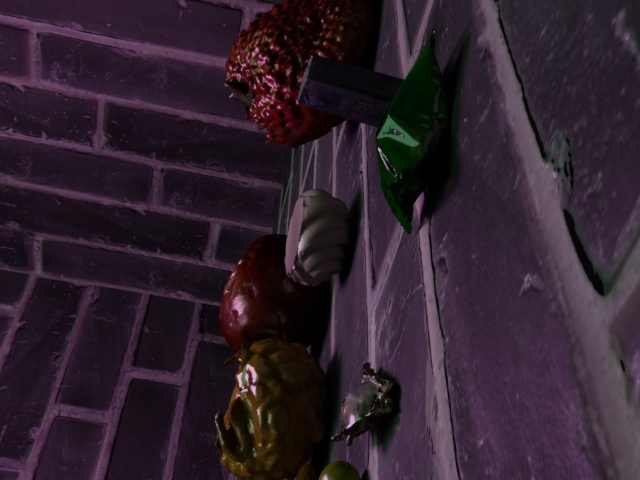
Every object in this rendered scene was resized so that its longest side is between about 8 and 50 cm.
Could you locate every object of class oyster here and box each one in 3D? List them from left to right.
[{"bbox_3d":[0.050,0.206,1.046,0.108,0.053,0.165,-54,-4,-6],"label":"oyster"}]

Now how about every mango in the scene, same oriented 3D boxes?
[{"bbox_3d":[0.024,0.330,1.073,0.073,0.056,0.108,-127,36,-86],"label":"mango"}]

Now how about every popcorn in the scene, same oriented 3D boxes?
[{"bbox_3d":[-0.084,0.296,1.451,0.250,0.190,0.250,-177,90,-82],"label":"popcorn"}]

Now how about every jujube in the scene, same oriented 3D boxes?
[{"bbox_3d":[-0.095,0.113,1.753,0.318,0.223,0.223,-85,8,-62],"label":"jujube"}]

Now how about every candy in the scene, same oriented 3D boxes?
[{"bbox_3d":[0.104,-0.126,1.008,0.141,0.078,0.203,119,165,-69],"label":"candy"}]

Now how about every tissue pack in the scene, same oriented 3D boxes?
[{"bbox_3d":[0.051,-0.208,1.216,0.112,0.156,0.051,134,149,-78],"label":"tissue pack"}]

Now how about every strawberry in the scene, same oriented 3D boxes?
[{"bbox_3d":[-0.013,-0.363,1.743,0.351,0.267,0.312,-49,44,12],"label":"strawberry"}]

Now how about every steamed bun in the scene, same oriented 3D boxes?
[{"bbox_3d":[0.000,0.000,1.537,0.183,0.106,0.182,-173,90,-81],"label":"steamed bun"}]

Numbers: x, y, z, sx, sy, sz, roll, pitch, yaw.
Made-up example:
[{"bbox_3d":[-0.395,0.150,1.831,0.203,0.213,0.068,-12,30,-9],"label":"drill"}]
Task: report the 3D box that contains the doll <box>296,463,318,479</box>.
[{"bbox_3d":[-0.041,0.426,1.261,0.209,0.097,0.137,-73,-12,-59],"label":"doll"}]
